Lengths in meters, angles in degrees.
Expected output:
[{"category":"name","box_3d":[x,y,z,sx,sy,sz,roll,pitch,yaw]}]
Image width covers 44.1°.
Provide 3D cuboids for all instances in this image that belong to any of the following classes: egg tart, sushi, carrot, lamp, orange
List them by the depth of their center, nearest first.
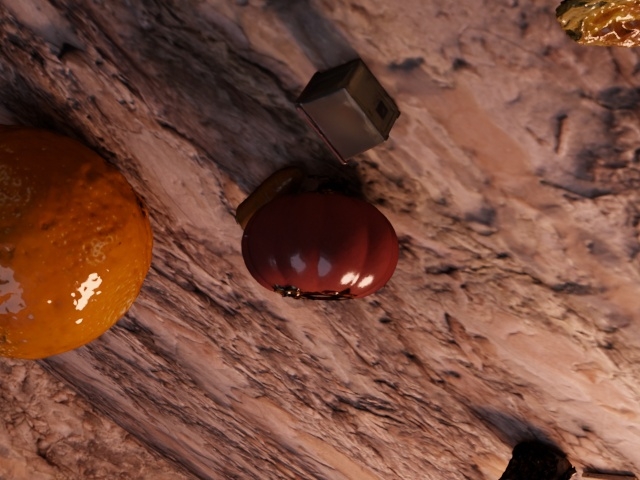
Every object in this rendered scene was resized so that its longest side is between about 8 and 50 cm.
[{"category":"egg tart","box_3d":[0.225,-0.167,0.533,0.130,0.052,0.130,-1,178,0]},{"category":"lamp","box_3d":[0.000,0.000,0.908,0.181,0.140,0.182,3,168,1]},{"category":"carrot","box_3d":[-0.061,-0.054,0.970,0.048,0.048,0.139,37,146,-9]},{"category":"orange","box_3d":[-0.417,0.011,1.127,0.340,0.293,0.341,21,145,16]},{"category":"sushi","box_3d":[0.319,0.351,1.171,0.094,0.084,0.098,25,143,18]}]

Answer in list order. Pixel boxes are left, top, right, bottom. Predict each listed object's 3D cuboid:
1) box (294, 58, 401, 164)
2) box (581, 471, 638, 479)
[{"category":"box","box_3d":[0.029,-0.129,0.779,0.063,0.060,0.085,-16,124,45]},{"category":"box","box_3d":[0.430,0.357,1.153,0.083,0.012,0.046,-12,128,48]}]
